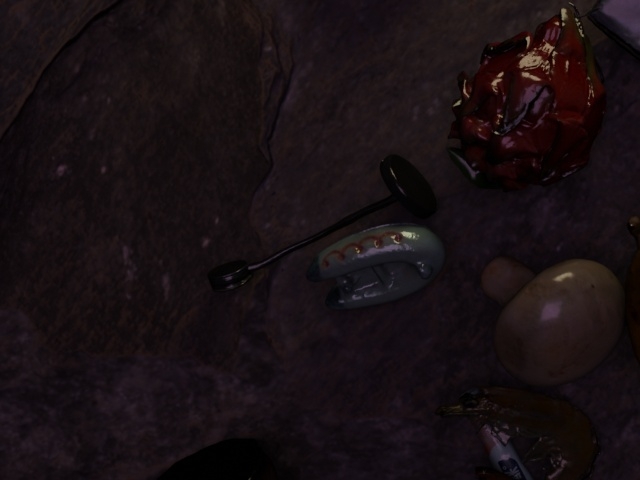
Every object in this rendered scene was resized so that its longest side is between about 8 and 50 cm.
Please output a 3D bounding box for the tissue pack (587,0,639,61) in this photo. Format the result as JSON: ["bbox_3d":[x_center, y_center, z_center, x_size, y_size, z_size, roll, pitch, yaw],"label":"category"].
[{"bbox_3d":[0.590,-0.308,1.623,0.361,0.122,0.259,39,98,5],"label":"tissue pack"}]

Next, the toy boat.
[{"bbox_3d":[0.088,0.048,1.721,0.208,0.134,0.078,-19,44,12],"label":"toy boat"}]

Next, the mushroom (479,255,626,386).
[{"bbox_3d":[0.336,0.111,1.670,0.207,0.209,0.206,-4,108,-11],"label":"mushroom"}]

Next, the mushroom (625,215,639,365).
[{"bbox_3d":[0.575,0.091,1.616,0.346,0.259,0.345,-3,106,-11],"label":"mushroom"}]

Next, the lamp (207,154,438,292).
[{"bbox_3d":[-0.012,-0.034,1.766,0.371,0.130,0.108,-17,110,18],"label":"lamp"}]

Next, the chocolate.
[{"bbox_3d":[-0.157,0.448,1.722,0.284,0.283,0.186,-26,104,10],"label":"chocolate"}]

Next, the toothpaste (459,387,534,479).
[{"bbox_3d":[0.272,0.318,1.741,0.056,0.036,0.205,-28,88,5],"label":"toothpaste"}]

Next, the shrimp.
[{"bbox_3d":[0.290,0.304,1.704,0.253,0.058,0.173,7,91,-8],"label":"shrimp"}]

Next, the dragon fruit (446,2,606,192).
[{"bbox_3d":[0.305,-0.201,1.630,0.234,0.234,0.293,30,112,9],"label":"dragon fruit"}]
